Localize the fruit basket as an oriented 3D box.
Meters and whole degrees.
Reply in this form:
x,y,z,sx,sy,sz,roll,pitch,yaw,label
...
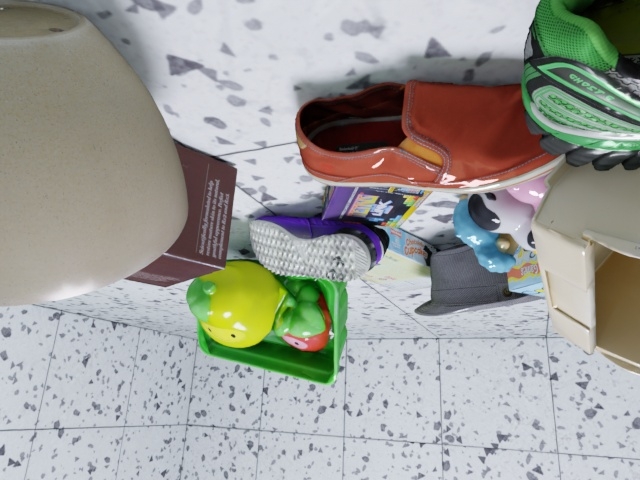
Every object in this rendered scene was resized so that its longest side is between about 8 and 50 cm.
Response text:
x,y,z,sx,sy,sz,roll,pitch,yaw,label
-0.139,0.160,1.040,0.391,0.283,0.392,0,-166,0,fruit basket

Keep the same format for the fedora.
x,y,z,sx,sy,sz,roll,pitch,yaw,label
0.318,0.066,0.978,0.275,0.124,0.244,-9,178,6,fedora

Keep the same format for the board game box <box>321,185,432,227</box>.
x,y,z,sx,sy,sz,roll,pitch,yaw,label
0.084,-0.074,0.762,0.141,0.048,0.170,4,161,-7,board game box

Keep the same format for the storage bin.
x,y,z,sx,sy,sz,roll,pitch,yaw,label
0.335,-0.026,0.454,0.123,0.260,0.262,39,174,41,storage bin

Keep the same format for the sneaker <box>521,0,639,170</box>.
x,y,z,sx,sy,sz,roll,pitch,yaw,label
0.287,-0.109,0.254,0.343,0.134,0.146,-2,166,28,sneaker

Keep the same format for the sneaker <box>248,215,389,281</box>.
x,y,z,sx,sy,sz,roll,pitch,yaw,label
0.000,0.001,0.912,0.293,0.102,0.146,11,-153,36,sneaker

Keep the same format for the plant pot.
x,y,z,sx,sy,sz,roll,pitch,yaw,label
-0.271,-0.107,0.448,0.284,0.284,0.191,5,125,-6,plant pot

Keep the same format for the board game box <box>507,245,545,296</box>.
x,y,z,sx,sy,sz,roll,pitch,yaw,label
0.478,0.026,0.853,0.275,0.142,0.144,12,158,-26,board game box

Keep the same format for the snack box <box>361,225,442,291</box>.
x,y,z,sx,sy,sz,roll,pitch,yaw,label
0.168,0.049,1.096,0.187,0.060,0.321,-15,155,41,snack box

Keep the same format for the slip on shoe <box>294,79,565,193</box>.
x,y,z,sx,sy,sz,roll,pitch,yaw,label
0.121,-0.120,0.524,0.331,0.123,0.101,0,158,22,slip on shoe

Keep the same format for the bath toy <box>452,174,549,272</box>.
x,y,z,sx,sy,sz,roll,pitch,yaw,label
0.303,-0.058,0.655,0.151,0.129,0.348,4,161,-4,bath toy

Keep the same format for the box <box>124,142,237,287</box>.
x,y,z,sx,sy,sz,roll,pitch,yaw,label
-0.257,-0.035,0.738,0.167,0.169,0.203,19,156,-38,box
